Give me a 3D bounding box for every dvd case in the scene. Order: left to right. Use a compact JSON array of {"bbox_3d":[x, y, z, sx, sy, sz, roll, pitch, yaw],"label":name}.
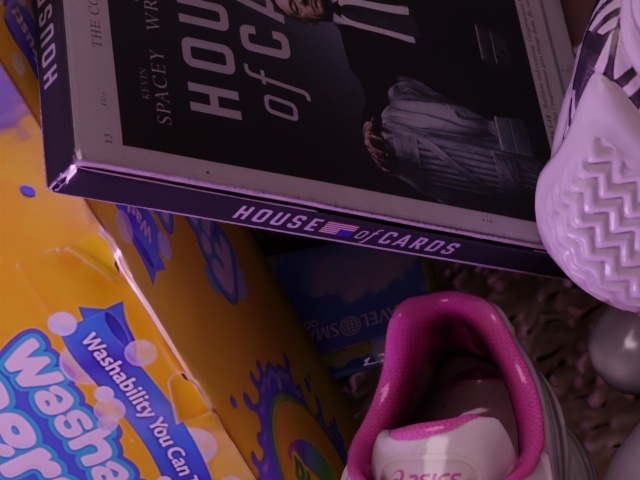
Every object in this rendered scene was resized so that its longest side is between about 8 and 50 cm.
[{"bbox_3d":[0.003,-0.081,0.630,0.029,0.239,0.179,-38,51,45],"label":"dvd case"}]

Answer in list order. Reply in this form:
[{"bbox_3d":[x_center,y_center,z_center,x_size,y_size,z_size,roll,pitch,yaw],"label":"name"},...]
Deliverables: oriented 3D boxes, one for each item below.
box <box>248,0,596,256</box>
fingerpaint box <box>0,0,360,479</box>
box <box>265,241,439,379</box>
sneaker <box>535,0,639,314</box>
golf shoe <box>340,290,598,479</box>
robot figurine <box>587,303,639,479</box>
[{"bbox_3d":[-0.028,-0.105,0.834,0.381,0.143,0.191,-11,61,11],"label":"box"},{"bbox_3d":[-0.223,0.047,0.707,0.371,0.444,0.163,-20,33,13],"label":"fingerpaint box"},{"bbox_3d":[0.000,0.000,0.878,0.109,0.042,0.178,-18,60,10],"label":"box"},{"bbox_3d":[0.180,-0.142,0.675,0.137,0.210,0.365,28,89,-14],"label":"sneaker"},{"bbox_3d":[0.039,0.150,0.615,0.115,0.140,0.306,-6,42,14],"label":"golf shoe"},{"bbox_3d":[0.251,0.070,0.649,0.300,0.200,0.353,36,83,23],"label":"robot figurine"}]
